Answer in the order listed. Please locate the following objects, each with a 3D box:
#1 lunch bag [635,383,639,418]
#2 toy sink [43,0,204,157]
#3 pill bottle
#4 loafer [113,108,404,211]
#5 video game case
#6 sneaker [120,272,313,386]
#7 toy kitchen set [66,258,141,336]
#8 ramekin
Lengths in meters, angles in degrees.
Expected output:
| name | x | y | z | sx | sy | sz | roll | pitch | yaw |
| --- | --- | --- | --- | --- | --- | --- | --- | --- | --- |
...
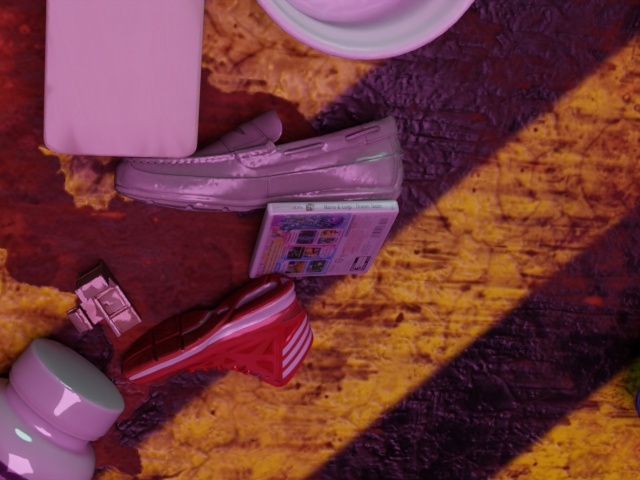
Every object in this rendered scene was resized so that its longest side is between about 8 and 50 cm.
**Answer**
| name | x | y | z | sx | sy | sz | roll | pitch | yaw |
| --- | --- | --- | --- | --- | --- | --- | --- | --- | --- |
| lunch bag | 0.547 | 0.190 | 1.390 | 0.303 | 0.115 | 0.243 | 25 | 97 | -21 |
| toy sink | -0.202 | -0.209 | 1.130 | 0.153 | 0.131 | 0.234 | 0 | 101 | -14 |
| pill bottle | -0.353 | 0.259 | 1.207 | 0.169 | 0.169 | 0.301 | 38 | 95 | -20 |
| loafer | -0.065 | -0.088 | 1.216 | 0.319 | 0.112 | 0.111 | -2 | 94 | -15 |
| video game case | 0.000 | 0.000 | 1.240 | 0.143 | 0.157 | 0.019 | -2 | 63 | -13 |
| sneaker | -0.108 | 0.140 | 1.277 | 0.221 | 0.087 | 0.128 | -25 | 116 | 4 |
| toy kitchen set | -0.249 | 0.080 | 1.229 | 0.068 | 0.075 | 0.083 | -32 | 106 | -2 |
| ramekin | 0.034 | -0.334 | 1.147 | 0.277 | 0.135 | 0.277 | -4 | 107 | -13 |
